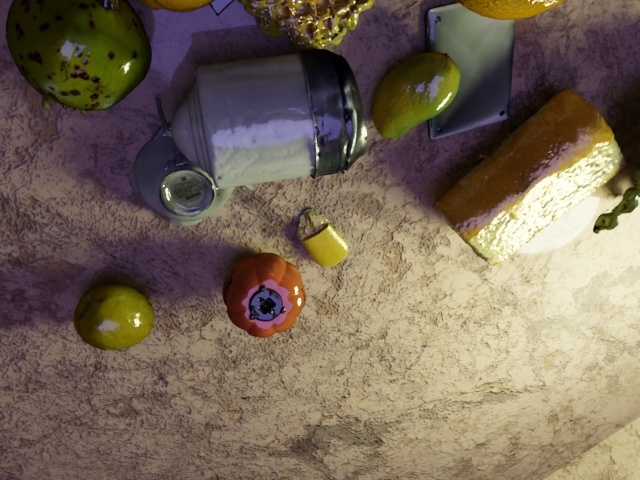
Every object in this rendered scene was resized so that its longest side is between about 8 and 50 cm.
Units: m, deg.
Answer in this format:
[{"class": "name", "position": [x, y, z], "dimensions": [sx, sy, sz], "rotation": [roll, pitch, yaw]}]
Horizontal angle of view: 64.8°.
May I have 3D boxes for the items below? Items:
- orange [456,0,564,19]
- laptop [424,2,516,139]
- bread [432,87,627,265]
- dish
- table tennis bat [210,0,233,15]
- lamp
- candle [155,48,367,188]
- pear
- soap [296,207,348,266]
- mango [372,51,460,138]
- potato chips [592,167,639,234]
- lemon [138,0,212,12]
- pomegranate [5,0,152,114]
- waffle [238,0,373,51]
[{"class": "orange", "position": [0.306, -0.477, 0.765], "dimensions": [0.274, 0.274, 0.275], "rotation": [-8, 127, -11]}, {"class": "laptop", "position": [0.303, -0.344, 1.016], "dimensions": [0.187, 0.015, 0.269], "rotation": [-16, 128, -5]}, {"class": "bread", "position": [0.450, -0.131, 1.119], "dimensions": [0.375, 0.165, 0.236], "rotation": [-43, 127, 17]}, {"class": "dish", "position": [-0.246, -0.110, 0.982], "dimensions": [0.245, 0.078, 0.224], "rotation": [-7, 125, -12]}, {"class": "table tennis bat", "position": [-0.093, -0.449, 0.819], "dimensions": [0.220, 0.019, 0.130], "rotation": [-36, 128, 9]}, {"class": "lamp", "position": [-0.126, 0.119, 1.137], "dimensions": [0.187, 0.164, 0.188], "rotation": [-1, 102, -7]}, {"class": "candle", "position": [-0.106, -0.202, 0.868], "dimensions": [0.342, 0.221, 0.222], "rotation": [-11, 127, -8]}, {"class": "pear", "position": [-0.441, 0.162, 1.083], "dimensions": [0.149, 0.149, 0.162], "rotation": [-43, 143, 15]}, {"class": "soap", "position": [0.000, 0.000, 1.164], "dimensions": [0.089, 0.033, 0.168], "rotation": [-36, 126, 8]}, {"class": "mango", "position": [0.178, -0.283, 0.973], "dimensions": [0.191, 0.086, 0.122], "rotation": [-32, 125, 17]}, {"class": "potato chips", "position": [0.781, -0.188, 1.160], "dimensions": [0.389, 0.097, 0.374], "rotation": [-28, 138, -35]}, {"class": "lemon", "position": [-0.202, -0.413, 0.736], "dimensions": [0.187, 0.142, 0.142], "rotation": [-37, 127, 18]}, {"class": "pomegranate", "position": [-0.358, -0.284, 0.771], "dimensions": [0.198, 0.199, 0.246], "rotation": [-7, 162, -12]}, {"class": "waffle", "position": [-0.014, -0.438, 0.812], "dimensions": [0.245, 0.052, 0.254], "rotation": [19, 118, -34]}]
